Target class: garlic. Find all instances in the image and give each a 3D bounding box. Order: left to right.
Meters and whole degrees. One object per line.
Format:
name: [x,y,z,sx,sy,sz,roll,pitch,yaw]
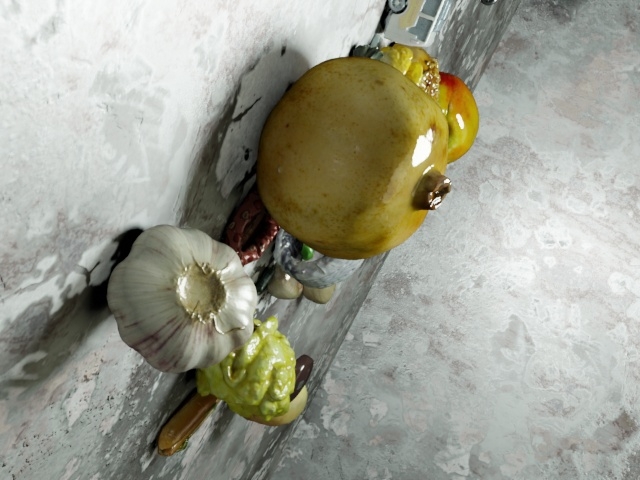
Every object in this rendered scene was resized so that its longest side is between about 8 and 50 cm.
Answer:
garlic: [-0.243,0.098,1.186,0.245,0.245,0.253,-55,-162,-27]
garlic: [-0.099,0.098,1.951,0.198,0.091,0.128,28,75,-70]

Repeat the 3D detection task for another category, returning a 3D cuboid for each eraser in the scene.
eraser: [0.146,-0.491,1.790,0.038,0.019,0.083,-63,167,7]

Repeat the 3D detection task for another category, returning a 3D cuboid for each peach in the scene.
peach: [-0.162,0.478,2.168,0.232,0.233,0.232,-57,166,-23]
peach: [0.368,-0.392,2.283,0.332,0.308,0.307,-72,-177,-66]

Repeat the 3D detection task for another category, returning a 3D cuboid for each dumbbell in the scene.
dumbbell: [-0.139,0.324,1.891,0.124,0.226,0.140,-19,134,-67]

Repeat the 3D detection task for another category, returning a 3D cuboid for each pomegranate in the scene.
pomegranate: [0.073,-0.155,1.402,0.416,0.417,0.416,-57,166,-23]

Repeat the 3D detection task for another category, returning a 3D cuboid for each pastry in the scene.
pastry: [0.233,-0.387,1.967,0.315,0.184,0.284,-59,168,-13]

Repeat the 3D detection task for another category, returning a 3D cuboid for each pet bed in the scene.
pet bed: [-0.146,-0.029,1.544,0.201,0.054,0.201,-51,159,-28]

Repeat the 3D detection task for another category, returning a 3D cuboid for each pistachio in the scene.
pistachio: [-0.005,0.145,2.336,0.113,0.113,0.149,-52,148,-37]

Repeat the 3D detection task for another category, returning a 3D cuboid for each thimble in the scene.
thimble: [0.000,0.000,1.813,0.245,0.217,0.157,-50,158,-3]

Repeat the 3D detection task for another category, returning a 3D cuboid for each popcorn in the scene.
popcorn: [-0.165,0.308,1.718,0.235,0.250,0.241,-39,153,-41]
popcorn: [0.172,-0.409,1.765,0.152,0.167,0.148,31,50,-62]

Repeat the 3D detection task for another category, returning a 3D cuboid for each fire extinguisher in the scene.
fire extinguisher: [-0.151,0.110,1.861,0.083,0.025,0.038,-58,-171,-18]

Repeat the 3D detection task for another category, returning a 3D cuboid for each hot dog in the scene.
hot dog: [-0.323,0.448,1.794,0.249,0.068,0.100,-48,162,-45]

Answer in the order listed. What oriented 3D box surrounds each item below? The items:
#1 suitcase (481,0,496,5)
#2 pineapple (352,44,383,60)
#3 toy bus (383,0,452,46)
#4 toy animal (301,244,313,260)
suitcase: [0.433,-0.801,1.834,0.345,0.188,0.339,-52,163,-64]
pineapple: [0.074,-0.346,1.648,0.111,0.119,0.237,27,86,-33]
toy bus: [0.267,-0.635,1.703,0.342,0.138,0.097,-69,168,20]
toy animal: [0.000,-0.023,2.002,0.208,0.103,0.100,-52,173,-49]
